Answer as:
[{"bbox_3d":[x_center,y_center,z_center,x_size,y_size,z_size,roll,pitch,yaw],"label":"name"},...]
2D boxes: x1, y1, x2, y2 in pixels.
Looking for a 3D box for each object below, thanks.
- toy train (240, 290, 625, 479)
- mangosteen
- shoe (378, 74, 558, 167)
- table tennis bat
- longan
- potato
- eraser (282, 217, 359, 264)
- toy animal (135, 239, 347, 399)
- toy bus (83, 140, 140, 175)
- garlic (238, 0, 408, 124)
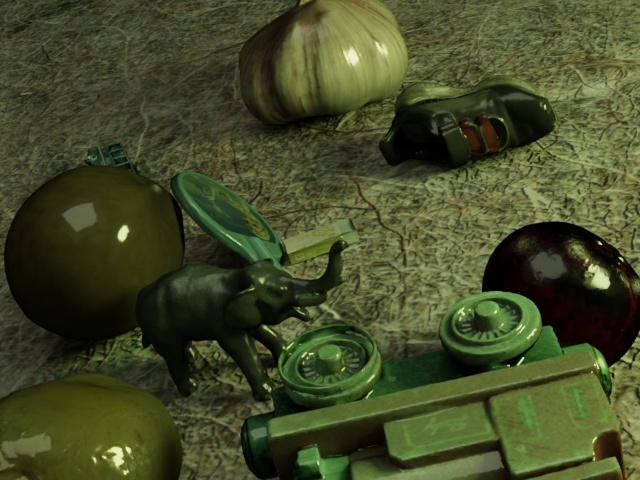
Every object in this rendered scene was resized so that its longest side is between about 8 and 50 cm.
[{"bbox_3d":[0.088,0.166,0.989,0.304,0.150,0.221,-13,35,4],"label":"toy train"},{"bbox_3d":[0.208,0.059,1.122,0.152,0.152,0.152,-13,28,7],"label":"mangosteen"},{"bbox_3d":[0.170,-0.131,1.527,0.227,0.099,0.112,5,42,41],"label":"shoe"},{"bbox_3d":[-0.087,-0.003,1.418,0.038,0.149,0.237,-50,45,14],"label":"table tennis bat"},{"bbox_3d":[-0.246,0.013,1.391,0.196,0.196,0.220,-9,21,14],"label":"longan"},{"bbox_3d":[-0.216,0.195,1.090,0.178,0.160,0.235,31,25,6],"label":"potato"},{"bbox_3d":[0.000,0.000,1.453,0.083,0.019,0.038,-18,27,-2],"label":"eraser"},{"bbox_3d":[-0.070,0.079,1.235,0.269,0.137,0.082,-11,25,29],"label":"toy animal"},{"bbox_3d":[-0.284,-0.089,1.743,0.065,0.047,0.166,-18,27,-10],"label":"toy bus"},{"bbox_3d":[-0.005,-0.301,1.761,0.245,0.253,0.245,-8,23,3],"label":"garlic"}]
